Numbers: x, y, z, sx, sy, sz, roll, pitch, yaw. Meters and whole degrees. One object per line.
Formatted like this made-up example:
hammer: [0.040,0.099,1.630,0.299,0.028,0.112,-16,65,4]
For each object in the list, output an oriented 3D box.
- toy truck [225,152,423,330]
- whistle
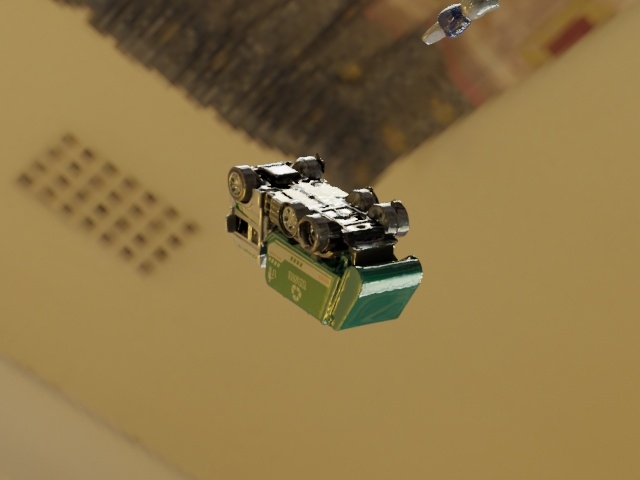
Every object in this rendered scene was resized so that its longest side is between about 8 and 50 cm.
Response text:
toy truck: [0.000,0.000,2.022,0.114,0.124,0.253,-9,-155,-33]
whistle: [0.129,-0.205,1.816,0.033,0.083,0.029,28,-136,-36]
